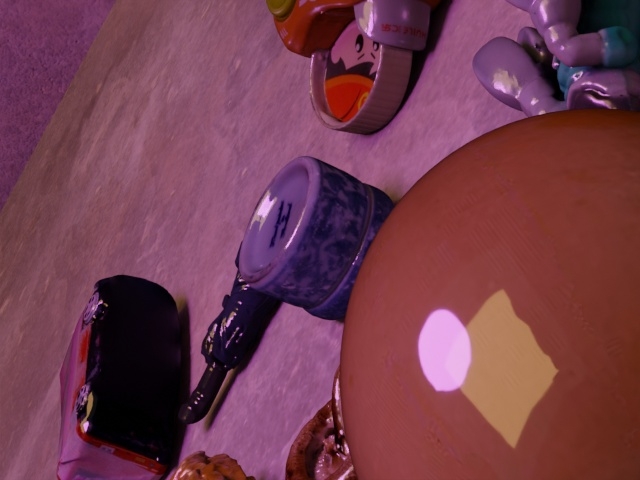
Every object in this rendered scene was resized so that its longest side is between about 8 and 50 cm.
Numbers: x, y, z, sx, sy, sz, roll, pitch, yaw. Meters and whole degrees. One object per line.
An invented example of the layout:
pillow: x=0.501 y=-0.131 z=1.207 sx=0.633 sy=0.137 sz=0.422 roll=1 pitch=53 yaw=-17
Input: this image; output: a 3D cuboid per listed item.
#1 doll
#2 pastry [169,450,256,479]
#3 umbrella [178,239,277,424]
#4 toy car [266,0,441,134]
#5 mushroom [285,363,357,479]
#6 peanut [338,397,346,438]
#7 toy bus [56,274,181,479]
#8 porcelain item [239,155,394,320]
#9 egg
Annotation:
doll: x=0.198 y=-0.180 z=1.300 sx=0.258 sy=0.153 sz=0.195 roll=-104 pitch=16 yaw=-65
pastry: x=-0.100 y=0.301 z=1.544 sx=0.154 sy=0.102 sz=0.250 roll=-60 pitch=23 yaw=4
umbrella: x=-0.098 y=0.096 z=1.822 sx=0.248 sy=0.071 sz=0.071 roll=-64 pitch=21 yaw=14
toy car: x=0.048 y=-0.228 z=1.772 sx=0.235 sy=0.145 sz=0.235 roll=-15 pitch=73 yaw=58
mushroom: x=0.032 y=0.174 z=1.412 sx=0.135 sy=0.080 sz=0.170 roll=0 pitch=66 yaw=53
peanut: x=0.082 y=0.119 z=1.176 sx=0.130 sy=0.130 sz=0.290 roll=-64 pitch=-11 yaw=3
toy bus: x=-0.251 y=0.182 z=1.991 sx=0.147 sy=0.127 sz=0.302 roll=-57 pitch=22 yaw=28
porcelain item: x=0.000 y=0.000 z=1.622 sx=0.147 sy=0.114 sz=0.147 roll=-47 pitch=28 yaw=35
egg: x=0.163 y=0.089 z=0.888 sx=0.301 sy=0.301 sz=0.374 roll=-56 pitch=22 yaw=21
